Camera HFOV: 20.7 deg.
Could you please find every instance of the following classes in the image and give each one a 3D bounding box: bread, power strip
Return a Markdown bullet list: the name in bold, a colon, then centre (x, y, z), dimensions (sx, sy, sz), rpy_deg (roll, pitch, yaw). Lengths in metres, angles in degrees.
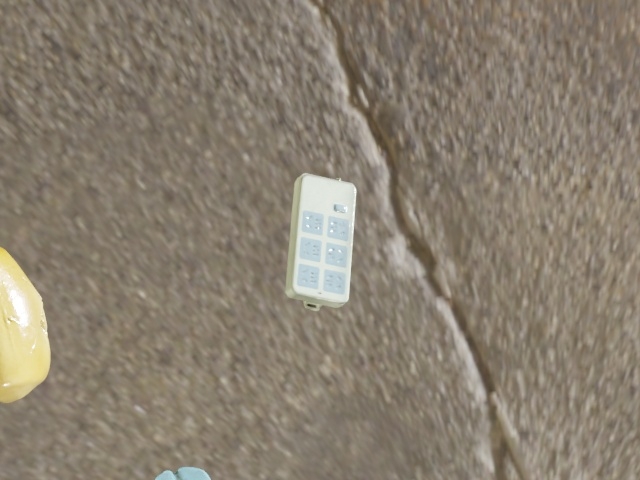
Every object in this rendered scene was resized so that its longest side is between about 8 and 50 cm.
- **bread**: centre (-0.227, 0.059, 1.271), dimensions (0.056, 0.082, 0.115), rpy_deg (-13, 81, -4)
- **power strip**: centre (0.000, 0.000, 1.112), dimensions (0.040, 0.016, 0.090), rpy_deg (12, 69, -21)

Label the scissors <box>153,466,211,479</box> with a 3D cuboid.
- **scissors**: centre (-0.028, 0.226, 0.945), dimensions (0.180, 0.393, 0.032), rpy_deg (-15, 118, -12)
